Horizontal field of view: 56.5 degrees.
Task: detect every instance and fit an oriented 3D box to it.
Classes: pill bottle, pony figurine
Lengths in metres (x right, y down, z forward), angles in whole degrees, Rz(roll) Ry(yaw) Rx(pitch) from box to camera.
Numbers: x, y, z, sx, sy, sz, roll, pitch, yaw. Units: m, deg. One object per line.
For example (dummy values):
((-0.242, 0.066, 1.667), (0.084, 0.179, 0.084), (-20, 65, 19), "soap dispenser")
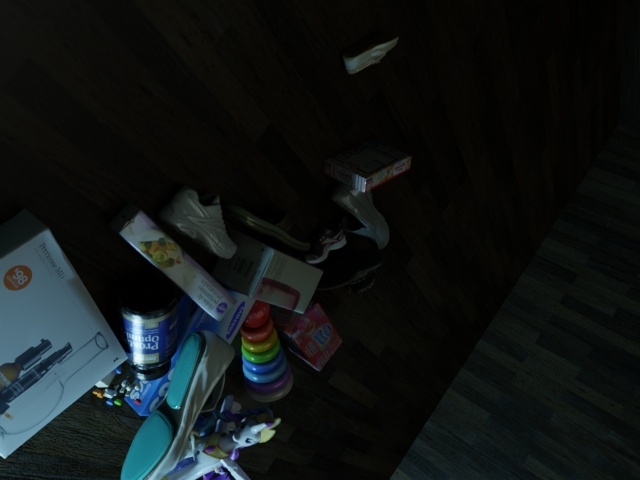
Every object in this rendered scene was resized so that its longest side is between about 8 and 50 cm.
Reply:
((-0.365, 0.191, 1.267), (0.122, 0.123, 0.219), (-27, 139, -40), "pill bottle")
((-0.271, 0.552, 1.531), (0.363, 0.303, 0.351), (-19, 157, -13), "pony figurine")

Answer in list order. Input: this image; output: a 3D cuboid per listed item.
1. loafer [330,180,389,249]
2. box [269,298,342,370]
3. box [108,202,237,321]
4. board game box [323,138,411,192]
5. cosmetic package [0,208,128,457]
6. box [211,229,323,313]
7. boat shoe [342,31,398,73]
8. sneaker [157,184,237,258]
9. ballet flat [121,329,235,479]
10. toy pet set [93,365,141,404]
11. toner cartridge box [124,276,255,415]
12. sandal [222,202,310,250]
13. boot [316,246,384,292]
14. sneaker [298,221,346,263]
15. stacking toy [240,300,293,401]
((0.112, -0.066, 1.724), (0.111, 0.112, 0.319), (-45, 137, -11), "loafer")
((-0.048, 0.255, 1.728), (0.123, 0.128, 0.257), (-49, 144, -16), "box")
((-0.299, 0.052, 1.240), (0.063, 0.067, 0.324), (-49, 131, -13), "box")
((0.127, -0.204, 1.596), (0.193, 0.146, 0.045), (-29, 135, -37), "board game box")
((-0.543, 0.174, 1.059), (0.284, 0.097, 0.377), (-43, 142, -29), "cosmetic package")
((-0.127, 0.081, 1.469), (0.232, 0.148, 0.127), (29, 85, -55), "box")
((0.124, -0.466, 1.481), (0.170, 0.063, 0.059), (-31, 140, -22), "boat shoe")
((-0.240, -0.040, 1.299), (0.115, 0.090, 0.232), (-59, 147, -8), "sneaker")
((-0.307, 0.395, 1.346), (0.139, 0.139, 0.400), (25, 91, -56), "ballet flat")
((-0.445, 0.298, 1.288), (0.114, 0.122, 0.065), (51, 44, -32), "toy pet set")
((-0.309, 0.258, 1.438), (0.348, 0.075, 0.165), (-60, 146, 0), "toner cartridge box")
((-0.112, -0.041, 1.444), (0.303, 0.120, 0.086), (32, 75, -56), "sandal")
((0.078, 0.120, 1.822), (0.236, 0.085, 0.179), (-22, 154, -14), "boot")
((0.000, 0.000, 1.670), (0.178, 0.072, 0.077), (-35, 127, -44), "sneaker")
((-0.160, 0.279, 1.615), (0.141, 0.141, 0.330), (-33, 132, -34), "stacking toy")
